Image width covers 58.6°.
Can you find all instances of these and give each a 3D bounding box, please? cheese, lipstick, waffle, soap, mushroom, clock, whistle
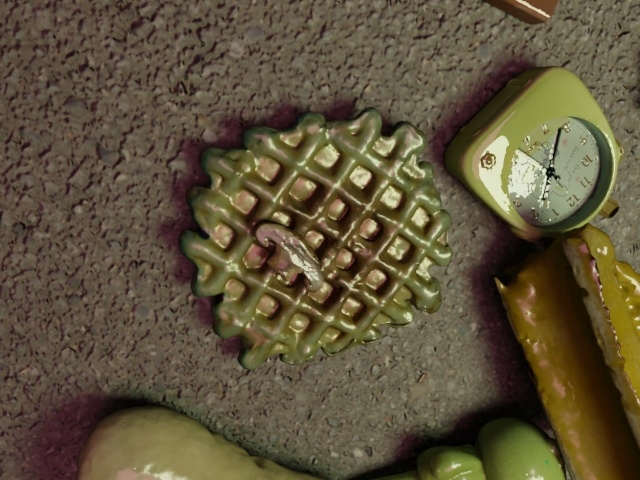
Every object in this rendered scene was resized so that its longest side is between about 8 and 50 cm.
[{"bbox_3d":[-0.091,0.336,0.683,0.329,0.129,0.350,-10,107,-3],"label":"cheese"},{"bbox_3d":[0.191,-0.288,0.624,0.146,0.045,0.045,20,99,-17],"label":"lipstick"},{"bbox_3d":[0.000,0.000,0.655,0.310,0.056,0.291,-15,108,-4],"label":"waffle"},{"bbox_3d":[0.400,0.112,0.725,0.305,0.169,0.338,-23,93,-39],"label":"soap"},{"bbox_3d":[-0.032,0.017,0.614,0.049,0.019,0.101,-44,108,5],"label":"mushroom"},{"bbox_3d":[0.275,-0.077,0.685,0.170,0.069,0.232,-45,109,2],"label":"clock"},{"bbox_3d":[0.193,0.325,0.741,0.294,0.141,0.141,-22,108,-4],"label":"whistle"}]
